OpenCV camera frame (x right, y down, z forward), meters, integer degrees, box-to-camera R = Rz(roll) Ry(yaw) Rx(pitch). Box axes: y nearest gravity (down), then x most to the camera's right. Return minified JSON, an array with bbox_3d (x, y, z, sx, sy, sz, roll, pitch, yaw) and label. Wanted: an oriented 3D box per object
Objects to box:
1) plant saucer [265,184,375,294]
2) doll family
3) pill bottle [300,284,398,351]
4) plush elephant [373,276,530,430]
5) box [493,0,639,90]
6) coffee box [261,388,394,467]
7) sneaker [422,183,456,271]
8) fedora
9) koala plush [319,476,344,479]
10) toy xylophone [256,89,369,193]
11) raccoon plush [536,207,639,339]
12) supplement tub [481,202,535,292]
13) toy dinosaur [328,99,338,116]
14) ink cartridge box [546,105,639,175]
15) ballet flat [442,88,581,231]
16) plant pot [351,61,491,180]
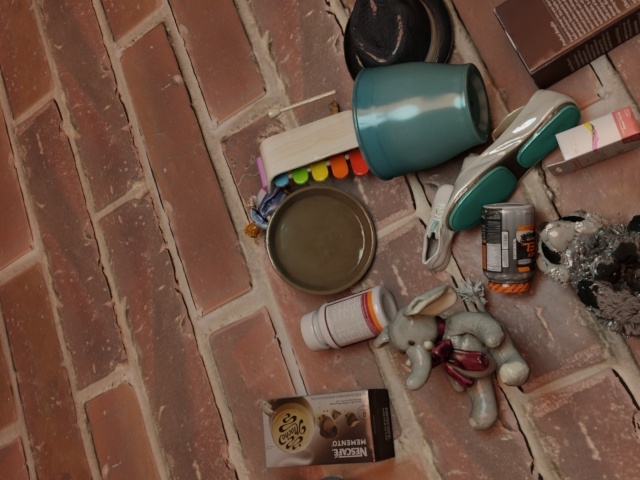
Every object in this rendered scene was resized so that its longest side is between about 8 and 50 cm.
[{"bbox_3d":[0.000,0.000,1.812,0.278,0.041,0.278,0,83,-3],"label":"plant saucer"},{"bbox_3d":[-0.122,-0.060,1.906,0.263,0.118,0.163,40,101,27],"label":"doll family"},{"bbox_3d":[0.070,0.196,1.761,0.221,0.121,0.121,-21,73,24],"label":"pill bottle"},{"bbox_3d":[0.263,0.229,1.564,0.255,0.272,0.330,-2,59,-12],"label":"plush elephant"},{"bbox_3d":[0.604,-0.523,1.588,0.381,0.143,0.191,-29,70,19],"label":"box"},{"bbox_3d":[0.016,0.457,1.748,0.297,0.119,0.168,-11,76,26],"label":"coffee box"},{"bbox_3d":[0.283,-0.034,1.702,0.080,0.094,0.212,8,85,30],"label":"sneaker"},{"bbox_3d":[0.170,-0.529,1.809,0.334,0.152,0.334,-5,80,27],"label":"fedora"},{"bbox_3d":[-0.008,0.632,1.699,0.221,0.196,0.203,-38,57,22],"label":"koala plush"},{"bbox_3d":[-0.016,-0.252,1.821,0.322,0.081,0.236,-11,61,8],"label":"toy xylophone"},{"bbox_3d":[0.630,0.116,1.489,0.216,0.299,0.446,-39,98,1],"label":"raccoon plush"},{"bbox_3d":[0.418,0.015,1.596,0.117,0.117,0.190,1,99,28],"label":"supplement tub"},{"bbox_3d":[0.049,-0.277,1.883,0.112,0.064,0.211,-33,68,18],"label":"toy dinosaur"},{"bbox_3d":[0.585,-0.210,1.557,0.198,0.115,0.067,-21,73,23],"label":"ink cartridge box"},{"bbox_3d":[0.416,-0.188,1.653,0.400,0.139,0.139,-46,64,10],"label":"ballet flat"},{"bbox_3d":[0.246,-0.290,1.657,0.255,0.271,0.272,-7,79,28],"label":"plant pot"}]
